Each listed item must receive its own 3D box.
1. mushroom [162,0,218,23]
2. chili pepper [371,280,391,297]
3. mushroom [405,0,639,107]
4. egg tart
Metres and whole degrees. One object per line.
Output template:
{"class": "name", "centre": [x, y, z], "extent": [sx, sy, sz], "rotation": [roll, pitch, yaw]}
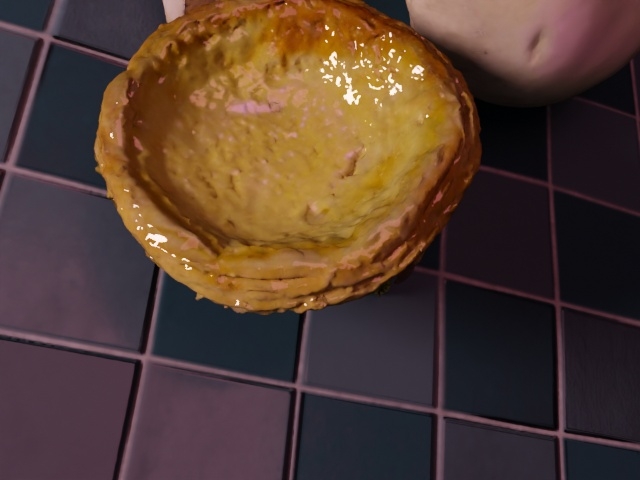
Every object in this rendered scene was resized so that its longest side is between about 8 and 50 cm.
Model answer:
{"class": "mushroom", "centre": [-0.116, -0.272, 0.672], "extent": [0.094, 0.072, 0.210], "rotation": [-7, 71, -35]}
{"class": "chili pepper", "centre": [0.041, 0.007, 0.650], "extent": [0.030, 0.034, 0.091], "rotation": [26, 53, -51]}
{"class": "mushroom", "centre": [0.191, -0.297, 0.685], "extent": [0.356, 0.315, 0.315], "rotation": [35, 60, -15]}
{"class": "egg tart", "centre": [-0.022, -0.066, 0.574], "extent": [0.293, 0.123, 0.294], "rotation": [2, 60, -3]}
